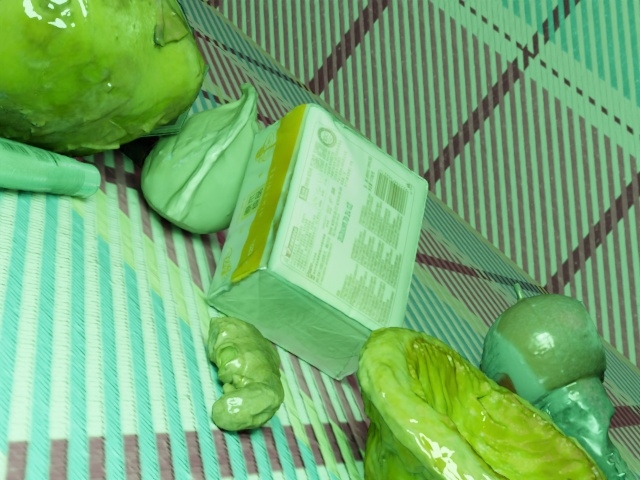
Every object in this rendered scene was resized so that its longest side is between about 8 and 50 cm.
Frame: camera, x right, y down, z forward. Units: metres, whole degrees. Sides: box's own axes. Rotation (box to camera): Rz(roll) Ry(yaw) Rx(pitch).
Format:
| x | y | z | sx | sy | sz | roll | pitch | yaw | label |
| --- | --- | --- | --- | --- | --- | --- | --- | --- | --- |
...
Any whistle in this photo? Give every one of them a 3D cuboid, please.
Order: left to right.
| x | y | z | sx | sy | sz | roll | pitch | yaw | label |
| --- | --- | --- | --- | --- | --- | --- | --- | --- | --- |
| 0.335 | 0.218 | 1.751 | 0.189 | 0.189 | 0.347 | 17 | 46 | -62 | whistle |

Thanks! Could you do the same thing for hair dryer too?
| x | y | z | sx | sy | sz | roll | pitch | yaw | label |
| --- | --- | --- | --- | --- | --- | --- | --- | --- | --- |
| -0.250 | -0.155 | 1.626 | 0.173 | 0.050 | 0.195 | 41 | 7 | 13 | hair dryer |

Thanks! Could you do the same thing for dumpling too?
| x | y | z | sx | sy | sz | roll | pitch | yaw | label |
| --- | --- | --- | --- | --- | --- | --- | --- | --- | --- |
| -0.122 | -0.097 | 1.426 | 0.131 | 0.179 | 0.252 | 37 | 10 | 1 | dumpling |

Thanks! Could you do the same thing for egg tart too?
| x | y | z | sx | sy | sz | roll | pitch | yaw | label |
| --- | --- | --- | --- | --- | --- | --- | --- | --- | --- |
| 0.137 | 0.214 | 1.124 | 0.319 | 0.128 | 0.319 | 36 | 13 | -10 | egg tart |

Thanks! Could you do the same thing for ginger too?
| x | y | z | sx | sy | sz | roll | pitch | yaw | label |
| --- | --- | --- | --- | --- | --- | --- | --- | --- | --- |
| -0.063 | 0.116 | 1.086 | 0.069 | 0.051 | 0.173 | 31 | 11 | -17 | ginger |

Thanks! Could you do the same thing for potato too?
| x | y | z | sx | sy | sz | roll | pitch | yaw | label |
| --- | --- | --- | --- | --- | --- | --- | --- | --- | --- |
| -0.265 | -0.171 | 1.229 | 0.300 | 0.246 | 0.196 | 37 | 36 | -33 | potato |

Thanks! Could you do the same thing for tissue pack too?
| x | y | z | sx | sy | sz | roll | pitch | yaw | label |
| --- | --- | --- | --- | --- | --- | --- | --- | --- | --- |
| 0.000 | 0.000 | 1.320 | 0.185 | 0.124 | 0.225 | 32 | 51 | -24 | tissue pack |

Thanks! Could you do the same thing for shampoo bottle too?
| x | y | z | sx | sy | sz | roll | pitch | yaw | label |
| --- | --- | --- | --- | --- | --- | --- | --- | --- | --- |
| -0.275 | -0.069 | 1.193 | 0.069 | 0.041 | 0.191 | 32 | 8 | 21 | shampoo bottle |

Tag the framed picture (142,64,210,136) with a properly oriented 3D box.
| x | y | z | sx | sy | sz | roll | pitch | yaw | label |
| --- | --- | --- | --- | --- | --- | --- | --- | --- | --- |
| -0.214 | -0.162 | 1.480 | 0.183 | 0.142 | 0.011 | -79 | 161 | -59 | framed picture |
